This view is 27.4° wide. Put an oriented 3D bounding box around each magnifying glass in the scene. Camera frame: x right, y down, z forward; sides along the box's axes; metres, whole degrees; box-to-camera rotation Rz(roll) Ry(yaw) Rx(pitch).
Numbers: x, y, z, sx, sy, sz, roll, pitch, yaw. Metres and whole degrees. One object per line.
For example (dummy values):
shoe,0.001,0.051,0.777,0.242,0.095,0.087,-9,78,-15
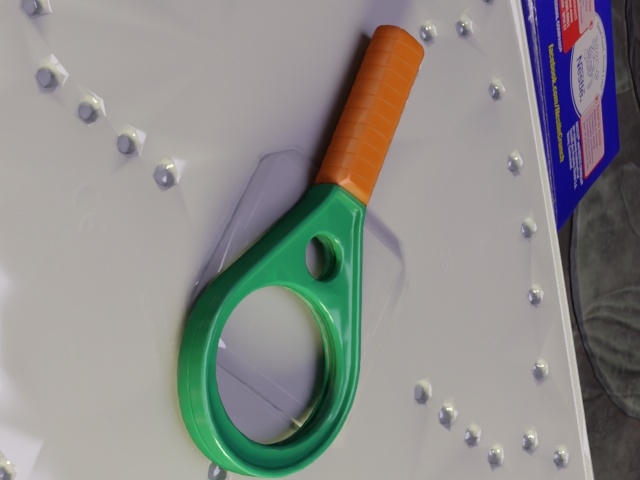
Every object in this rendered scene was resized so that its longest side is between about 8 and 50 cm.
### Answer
magnifying glass,0.000,0.000,0.617,0.092,0.026,0.231,37,66,-34

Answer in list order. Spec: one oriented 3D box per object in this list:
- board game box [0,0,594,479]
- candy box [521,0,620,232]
board game box,-0.022,0.026,0.643,0.390,0.050,0.390,-14,97,-42
candy box,0.041,-0.171,0.942,0.122,0.317,0.268,-46,137,-37
